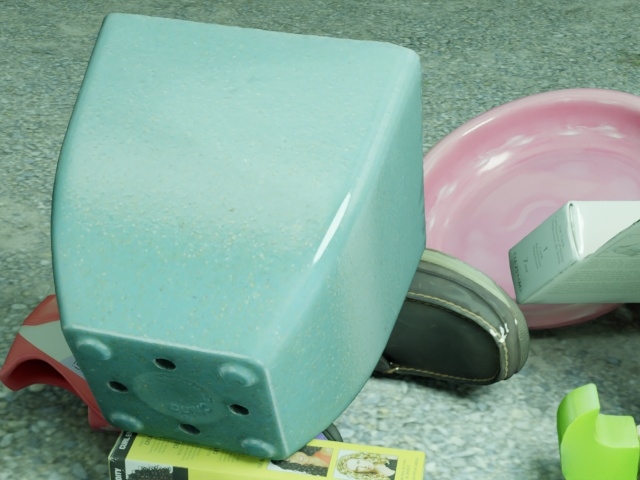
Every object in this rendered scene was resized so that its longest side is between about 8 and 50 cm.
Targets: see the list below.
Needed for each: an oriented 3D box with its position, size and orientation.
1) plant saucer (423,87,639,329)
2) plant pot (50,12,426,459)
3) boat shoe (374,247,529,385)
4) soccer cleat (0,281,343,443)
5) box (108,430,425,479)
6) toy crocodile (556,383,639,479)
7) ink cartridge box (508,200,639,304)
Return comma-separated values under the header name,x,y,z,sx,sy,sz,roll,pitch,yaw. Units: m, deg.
name,x,y,z,sx,sy,sz,roll,pitch,yaw
plant saucer,0.243,-0.026,1.225,0.332,0.084,0.332,-16,41,14
plant pot,-0.067,0.015,0.868,0.248,0.247,0.252,8,53,13
boat shoe,0.024,0.079,1.091,0.355,0.132,0.130,12,37,38
soccer cleat,-0.131,0.136,0.995,0.318,0.108,0.116,23,61,22
box,-0.040,0.194,0.876,0.232,0.087,0.058,7,29,7
toy crocodile,0.349,0.188,0.890,0.340,0.105,0.115,11,28,17
ink cartridge box,0.329,-0.006,0.957,0.275,0.239,0.060,0,70,-16
